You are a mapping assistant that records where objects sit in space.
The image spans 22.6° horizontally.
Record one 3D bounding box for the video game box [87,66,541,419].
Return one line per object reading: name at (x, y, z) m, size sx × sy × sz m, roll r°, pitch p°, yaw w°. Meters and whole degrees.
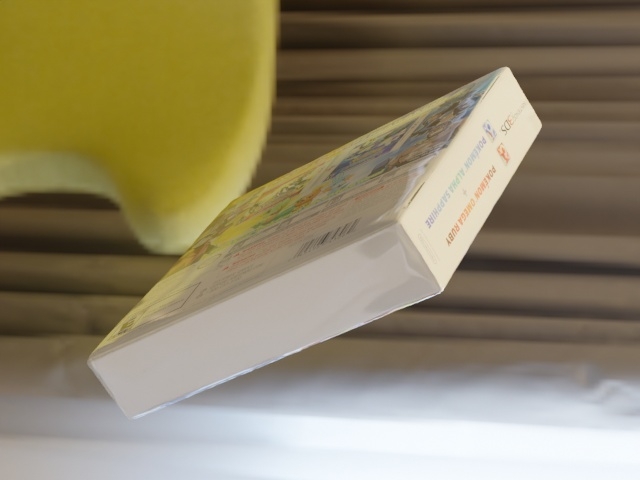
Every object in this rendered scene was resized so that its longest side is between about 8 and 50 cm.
video game box at (0.000, 0.000, 0.838) m, size 0.048 × 0.205 × 0.187 m, roll 56°, pitch 34°, yaw -15°
